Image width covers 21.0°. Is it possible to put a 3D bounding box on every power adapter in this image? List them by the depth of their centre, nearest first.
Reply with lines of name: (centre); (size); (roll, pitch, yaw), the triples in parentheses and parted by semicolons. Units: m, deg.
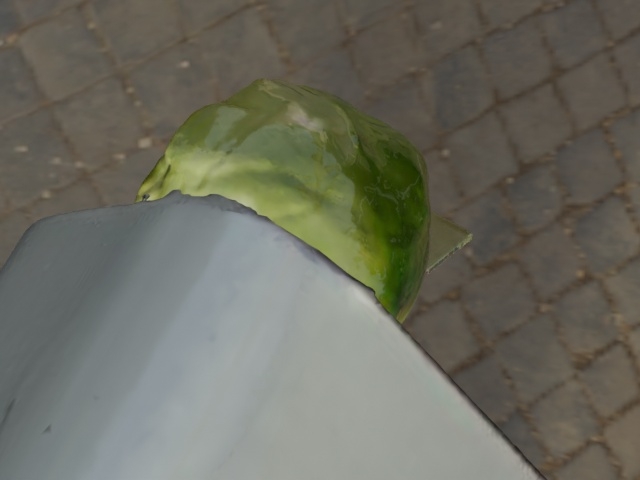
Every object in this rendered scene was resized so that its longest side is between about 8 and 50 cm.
power adapter: (-0.048, 0.143, 0.411); (0.187, 0.124, 0.255); (47, 56, -29)

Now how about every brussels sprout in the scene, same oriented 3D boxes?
brussels sprout: (-0.013, 0.005, 0.833); (0.149, 0.122, 0.152); (-32, 137, -53)

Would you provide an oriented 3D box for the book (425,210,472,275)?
book: (0.000, 0.000, 1.356); (0.192, 0.168, 0.013); (-35, 146, -40)
